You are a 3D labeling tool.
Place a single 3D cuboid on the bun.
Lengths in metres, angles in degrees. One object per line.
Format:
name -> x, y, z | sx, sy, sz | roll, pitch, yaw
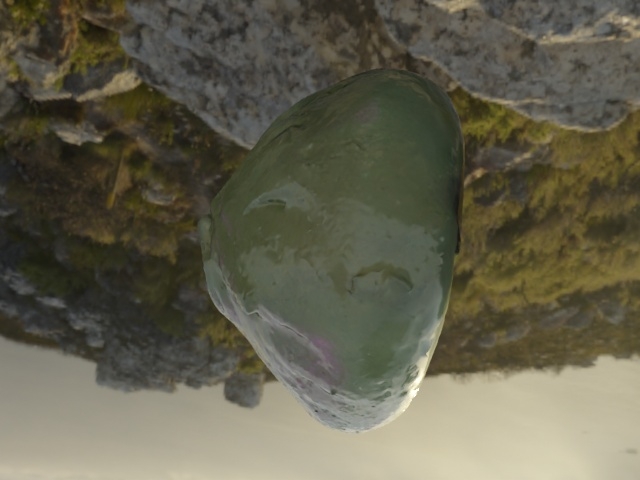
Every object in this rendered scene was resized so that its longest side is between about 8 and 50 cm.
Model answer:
bun -> 0.000, 0.000, 0.567 | 0.187, 0.293, 0.293 | 12, 157, 2
